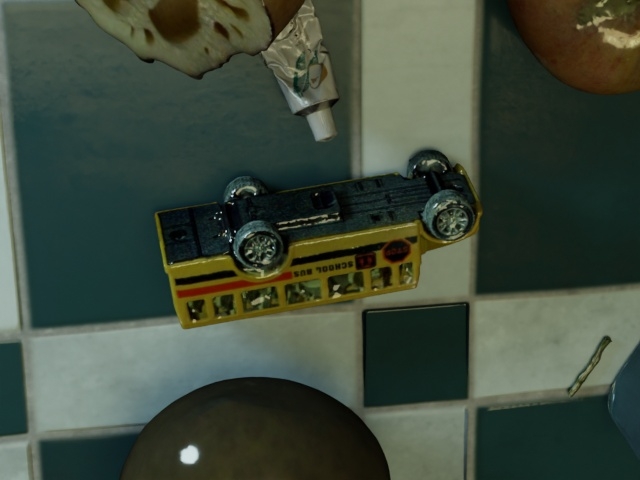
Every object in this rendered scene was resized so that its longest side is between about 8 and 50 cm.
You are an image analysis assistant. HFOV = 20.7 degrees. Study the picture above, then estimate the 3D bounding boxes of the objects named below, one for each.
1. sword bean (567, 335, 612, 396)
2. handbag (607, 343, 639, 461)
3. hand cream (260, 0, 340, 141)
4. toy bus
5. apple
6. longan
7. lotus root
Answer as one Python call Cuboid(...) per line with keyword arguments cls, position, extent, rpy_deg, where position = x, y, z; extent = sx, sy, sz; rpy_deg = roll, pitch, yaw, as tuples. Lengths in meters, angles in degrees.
Cuboid(cls="sword bean", position=(0.310, 0.146, 2.018), extent=(0.012, 0.012, 0.083), rpy_deg=(27, 104, -19))
Cuboid(cls="handbag", position=(0.419, 0.141, 1.945), extent=(0.062, 0.179, 0.229), rpy_deg=(26, 107, -19))
Cuboid(cls="hand cream", position=(-0.036, -0.221, 1.786), extent=(0.084, 0.050, 0.257), rpy_deg=(-24, 103, -2))
Cuboid(cls="toy bus", position=(0.000, 0.000, 1.846), extent=(0.335, 0.121, 0.123), rpy_deg=(-9, 122, -6))
Cuboid(cls="apple", position=(0.306, -0.274, 1.748), extent=(0.260, 0.194, 0.261), rpy_deg=(-3, 112, -6))
Cuboid(cls="longan", position=(-0.069, 0.279, 1.880), extent=(0.300, 0.243, 0.300), rpy_deg=(6, 132, 7))
Cuboid(cls="lotus root", position=(-0.131, -0.335, 1.612), extent=(0.316, 0.316, 0.250), rpy_deg=(45, 59, -22))
